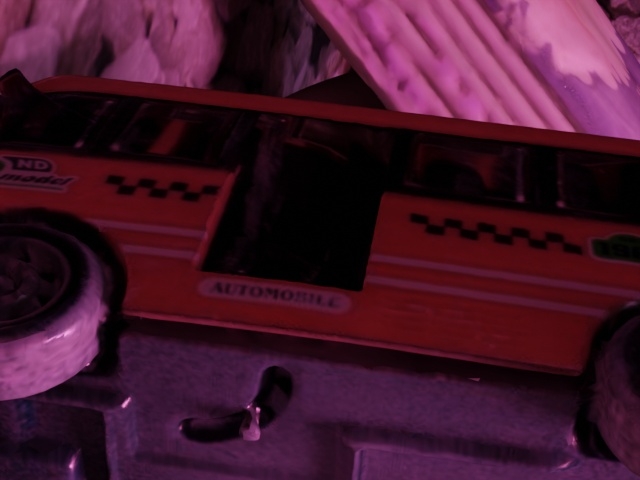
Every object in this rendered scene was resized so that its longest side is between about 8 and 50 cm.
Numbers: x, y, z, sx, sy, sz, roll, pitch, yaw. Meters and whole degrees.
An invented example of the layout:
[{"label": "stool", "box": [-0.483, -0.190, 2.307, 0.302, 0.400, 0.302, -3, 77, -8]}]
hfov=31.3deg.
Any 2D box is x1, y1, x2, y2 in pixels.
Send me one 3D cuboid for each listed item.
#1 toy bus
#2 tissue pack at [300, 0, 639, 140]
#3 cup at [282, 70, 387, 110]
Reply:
[{"label": "toy bus", "box": [0.023, 0.057, 0.489, 0.233, 0.427, 0.203, -75, 171, -53]}, {"label": "tissue pack", "box": [0.103, -0.153, 0.775, 0.125, 0.343, 0.242, -35, -175, 27]}, {"label": "cup", "box": [0.000, 0.000, 0.851, 0.253, 0.191, 0.200, -53, 172, 24]}]
